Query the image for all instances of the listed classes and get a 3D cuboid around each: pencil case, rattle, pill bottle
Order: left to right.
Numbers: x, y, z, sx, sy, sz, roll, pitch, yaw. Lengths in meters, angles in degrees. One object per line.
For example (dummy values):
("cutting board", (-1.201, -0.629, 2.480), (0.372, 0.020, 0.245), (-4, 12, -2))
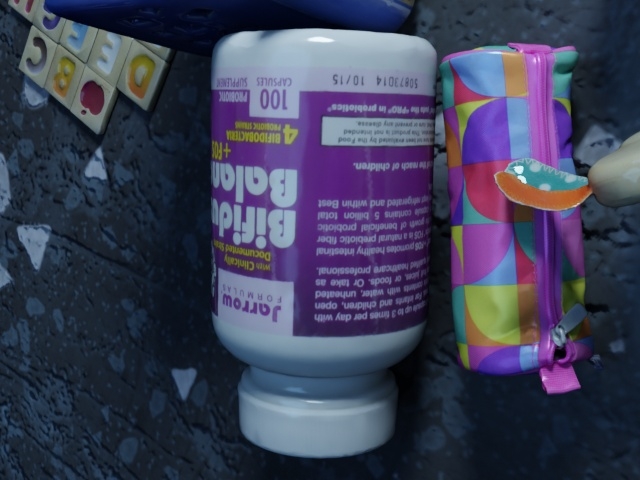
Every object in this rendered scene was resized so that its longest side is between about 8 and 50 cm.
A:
("pill bottle", (0.000, 0.000, 0.633), (0.169, 0.169, 0.302), (7, 100, 36))
("pencil case", (0.138, -0.018, 0.579), (0.104, 0.104, 0.237), (-6, 89, 37))
("rattle", (0.219, -0.014, 0.492), (0.199, 0.130, 0.143), (-26, 113, -2))

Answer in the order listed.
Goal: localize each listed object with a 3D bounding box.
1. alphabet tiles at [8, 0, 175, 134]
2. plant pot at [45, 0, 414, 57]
("alphabet tiles", (-0.230, -0.304, 0.890), (0.285, 0.011, 0.343), (38, 113, 29))
("plant pot", (-0.046, -0.267, 0.628), (0.212, 0.236, 0.236), (7, 96, 29))
